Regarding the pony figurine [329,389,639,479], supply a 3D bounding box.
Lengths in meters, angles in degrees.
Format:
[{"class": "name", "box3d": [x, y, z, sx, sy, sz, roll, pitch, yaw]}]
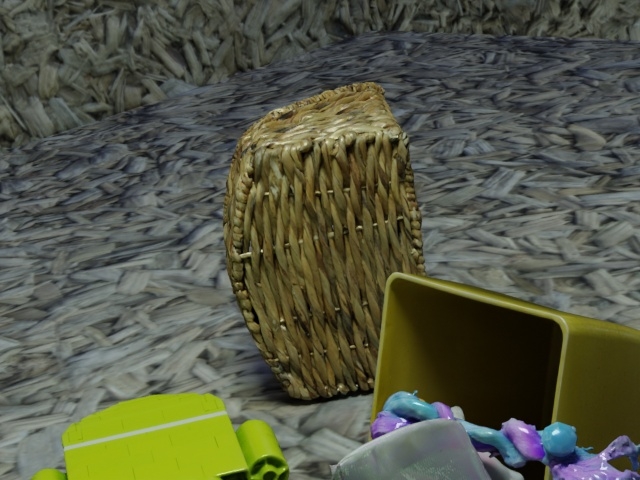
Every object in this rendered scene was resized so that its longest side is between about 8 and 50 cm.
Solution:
[{"class": "pony figurine", "box3d": [0.126, 0.246, 0.930, 0.363, 0.303, 0.351, 26, 34, 24]}]

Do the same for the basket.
[{"class": "basket", "box3d": [0.000, 0.000, 1.617, 0.213, 0.299, 0.223, -11, 21, -2]}]

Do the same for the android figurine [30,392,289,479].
[{"class": "android figurine", "box3d": [-0.160, 0.221, 1.409, 0.248, 0.056, 0.273, -13, 19, -11]}]

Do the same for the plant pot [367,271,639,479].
[{"class": "plant pot", "box3d": [0.183, 0.148, 1.256, 0.187, 0.212, 0.212, 1, 9, -39]}]
